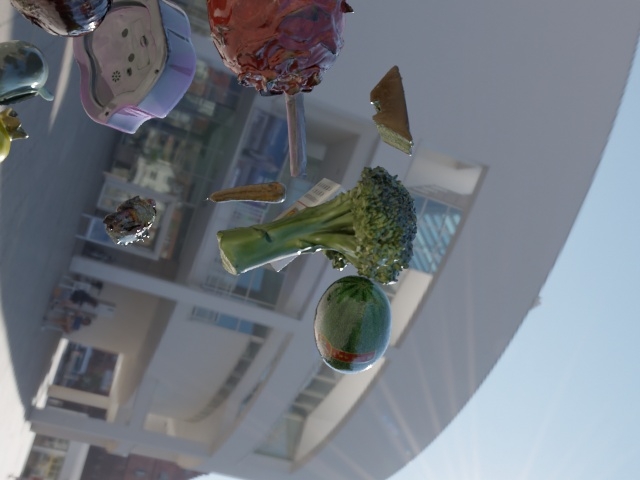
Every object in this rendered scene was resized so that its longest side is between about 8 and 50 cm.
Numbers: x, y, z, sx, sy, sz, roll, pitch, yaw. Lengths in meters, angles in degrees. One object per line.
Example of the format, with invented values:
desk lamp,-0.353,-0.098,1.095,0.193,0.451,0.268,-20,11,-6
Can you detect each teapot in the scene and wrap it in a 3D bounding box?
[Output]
teapot,-0.746,-0.393,1.624,0.294,0.193,0.129,-52,123,-74

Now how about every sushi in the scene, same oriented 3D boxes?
sushi,-0.469,-0.047,1.724,0.103,0.097,0.226,-63,178,26

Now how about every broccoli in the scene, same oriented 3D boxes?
broccoli,0.020,-0.022,1.395,0.353,0.397,0.275,-49,-133,36

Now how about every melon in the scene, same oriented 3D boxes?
melon,0.073,0.204,1.577,0.182,0.182,0.287,-91,-179,-47

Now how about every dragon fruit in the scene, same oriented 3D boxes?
dragon fruit,-0.069,-0.360,1.108,0.241,0.252,0.241,-34,-168,8

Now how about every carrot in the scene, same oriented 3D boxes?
carrot,-0.268,-0.163,2.402,0.078,0.298,0.078,175,-90,-86

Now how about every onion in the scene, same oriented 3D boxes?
onion,-0.506,-0.503,1.287,0.190,0.246,0.246,-50,-168,-15

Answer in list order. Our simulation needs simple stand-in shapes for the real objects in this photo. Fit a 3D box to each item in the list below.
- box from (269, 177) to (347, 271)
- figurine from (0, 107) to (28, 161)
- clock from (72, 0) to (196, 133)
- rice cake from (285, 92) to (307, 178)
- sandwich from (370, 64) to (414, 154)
box,-0.060,-0.057,2.210,0.330,0.095,0.210,-39,-162,-4
figurine,-0.634,-0.163,1.169,0.234,0.127,0.185,-43,-152,-20
clock,-0.460,-0.436,1.628,0.338,0.102,0.338,-3,-96,28
rice cake,-0.071,-0.313,1.997,0.055,0.049,0.270,-24,114,-57
sandwich,0.178,-0.321,1.721,0.090,0.088,0.244,59,22,-57
